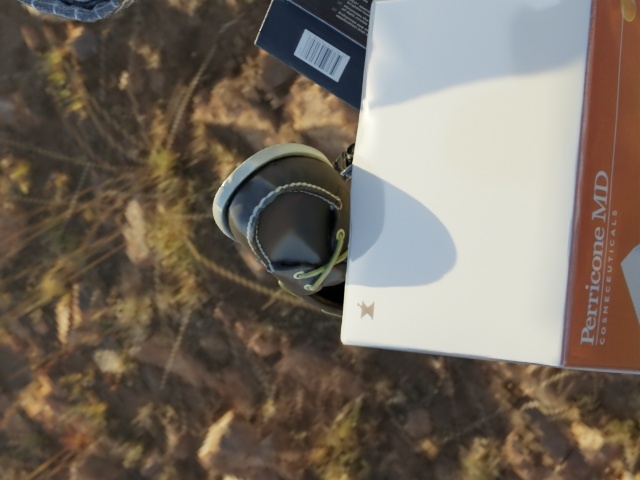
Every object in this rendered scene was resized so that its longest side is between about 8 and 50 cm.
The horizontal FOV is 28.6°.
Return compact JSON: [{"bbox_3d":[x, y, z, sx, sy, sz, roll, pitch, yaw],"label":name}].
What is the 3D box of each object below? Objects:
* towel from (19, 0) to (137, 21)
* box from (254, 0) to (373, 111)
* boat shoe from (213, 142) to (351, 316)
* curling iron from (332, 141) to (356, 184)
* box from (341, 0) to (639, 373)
[{"bbox_3d":[-0.214,-0.282,0.922,0.283,0.235,0.121,29,124,6],"label":"towel"},{"bbox_3d":[0.035,-0.255,1.447,0.156,0.158,0.093,33,141,2],"label":"box"},{"bbox_3d":[0.000,0.000,0.840,0.081,0.228,0.069,-42,68,5],"label":"boat shoe"},{"bbox_3d":[0.073,-0.065,1.289,0.035,0.068,0.274,48,173,-20],"label":"curling iron"},{"bbox_3d":[0.197,-0.023,0.818,0.168,0.345,0.215,2,86,46],"label":"box"}]
